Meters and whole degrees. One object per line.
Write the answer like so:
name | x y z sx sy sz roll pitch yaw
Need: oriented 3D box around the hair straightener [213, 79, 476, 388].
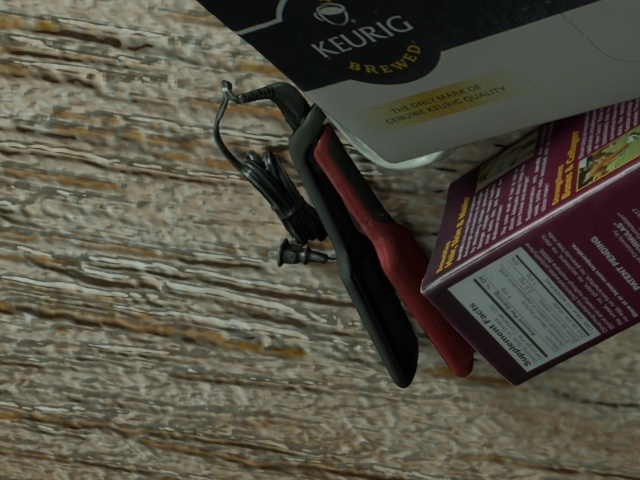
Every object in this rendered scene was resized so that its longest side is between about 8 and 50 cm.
hair straightener | 0.000 0.000 0.802 0.089 0.047 0.230 -17 125 31

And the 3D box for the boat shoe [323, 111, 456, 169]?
boat shoe | -0.004 -0.151 0.666 0.113 0.103 0.302 -13 120 23

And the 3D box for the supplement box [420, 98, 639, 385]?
supplement box | 0.152 -0.019 0.717 0.188 0.104 0.081 -33 111 32

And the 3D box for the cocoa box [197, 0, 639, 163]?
cocoa box | 0.102 -0.204 0.436 0.347 0.231 0.228 -13 141 43
